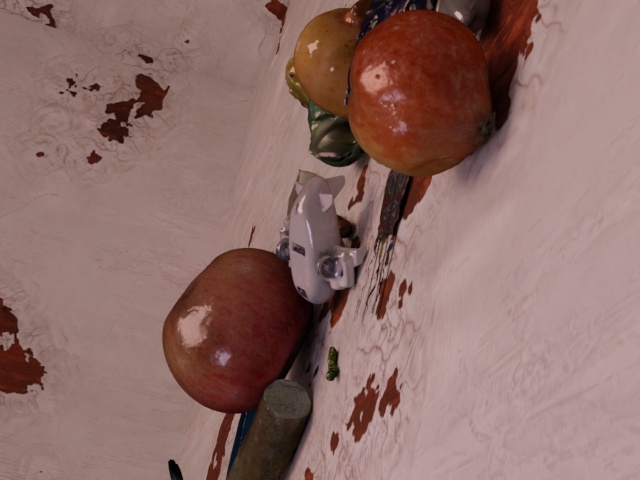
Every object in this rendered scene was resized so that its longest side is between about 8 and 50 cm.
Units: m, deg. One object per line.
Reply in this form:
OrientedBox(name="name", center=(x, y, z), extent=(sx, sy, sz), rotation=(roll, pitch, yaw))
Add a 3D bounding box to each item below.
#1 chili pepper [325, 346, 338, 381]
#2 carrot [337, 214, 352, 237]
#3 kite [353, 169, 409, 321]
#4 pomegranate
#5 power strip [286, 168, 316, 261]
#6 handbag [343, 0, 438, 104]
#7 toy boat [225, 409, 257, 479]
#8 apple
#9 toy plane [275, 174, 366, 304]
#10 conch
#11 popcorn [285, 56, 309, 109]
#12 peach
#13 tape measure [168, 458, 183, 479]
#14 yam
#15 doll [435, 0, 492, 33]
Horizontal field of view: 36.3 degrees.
OrientedBox(name="chili pepper", center=(0.020, 0.220, 1.701), extent=(0.083, 0.022, 0.027), rotation=(-85, 13, -56))
OrientedBox(name="carrot", center=(0.036, -0.030, 1.917), extent=(0.165, 0.035, 0.036), rotation=(-132, 58, -78))
OrientedBox(name="kite", center=(0.105, -0.003, 1.613), extent=(0.152, 0.015, 0.286), rotation=(146, 141, -77))
OrientedBox(name="pomegranate", center=(0.053, -0.331, 1.817), extent=(0.207, 0.207, 0.207), rotation=(-165, 90, -78))
OrientedBox(name="power strip", center=(-0.051, -0.046, 2.320), extent=(0.118, 0.046, 0.271), rotation=(115, 164, -48))
OrientedBox(name="handbag", center=(0.131, -0.338, 1.650), extent=(0.162, 0.113, 0.260), rotation=(10, 82, 57))
OrientedBox(name="toy boat", center=(-0.152, 0.435, 2.131), extent=(0.096, 0.061, 0.299), rotation=(150, 134, -74))
OrientedBox(name="apple", center=(-0.170, 0.169, 1.943), extent=(0.345, 0.269, 0.345), rotation=(-62, -7, -14))
OrientedBox(name="toy plane", center=(0.000, 0.000, 1.804), extent=(0.244, 0.117, 0.245), rotation=(28, 125, 48))
OrientedBox(name="conch", center=(0.042, -0.237, 1.956), extent=(0.175, 0.121, 0.188), rotation=(10, 86, 58))
OrientedBox(name="popcorn", center=(0.010, -0.344, 2.096), extent=(0.167, 0.185, 0.187), rotation=(-54, -13, -31))
OrientedBox(name="peach", center=(0.143, -0.186, 1.287), extent=(0.232, 0.232, 0.233), rotation=(-165, 90, -78))
OrientedBox(name="tape measure", center=(-0.268, 0.657, 2.062), extent=(0.215, 0.097, 0.352), rotation=(-127, 28, -75))
OrientedBox(name="yam", center=(-0.101, 0.390, 1.849), extent=(0.106, 0.106, 0.259), rotation=(-93, 22, -58))
OrientedBox(name="doll", center=(0.210, -0.344, 1.418), extent=(0.102, 0.075, 0.227), rotation=(-57, 7, 30))
